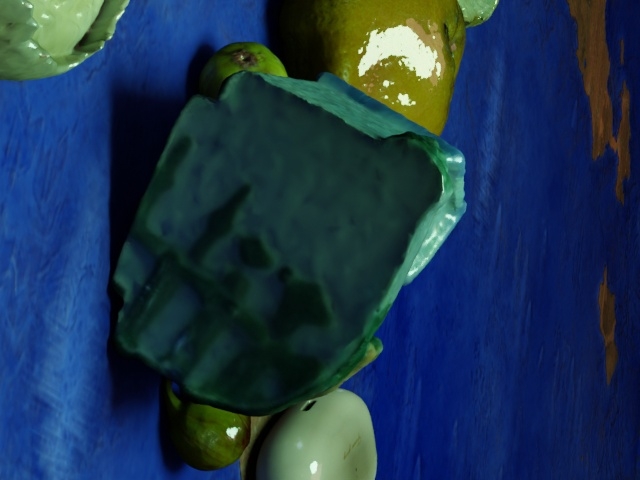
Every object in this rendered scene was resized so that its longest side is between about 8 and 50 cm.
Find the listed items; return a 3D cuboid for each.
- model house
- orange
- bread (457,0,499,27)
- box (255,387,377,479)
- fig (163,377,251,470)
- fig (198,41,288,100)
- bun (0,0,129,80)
[{"bbox_3d":[0.000,0.000,1.857,0.295,0.252,0.329,-66,165,11],"label":"model house"},{"bbox_3d":[0.060,-0.190,2.127,0.249,0.183,0.249,-1,90,-69],"label":"orange"},{"bbox_3d":[0.142,-0.329,2.467,0.232,0.088,0.128,4,77,-61],"label":"bread"},{"bbox_3d":[-0.003,0.240,2.102,0.200,0.088,0.146,-43,128,-60],"label":"box"},{"bbox_3d":[-0.112,0.171,1.873,0.098,0.082,0.084,26,77,-23],"label":"fig"},{"bbox_3d":[-0.061,-0.121,1.954,0.166,0.093,0.093,66,32,-42],"label":"fig"},{"bbox_3d":[-0.260,-0.282,1.319,0.364,0.202,0.364,-2,90,-74],"label":"bun"}]
